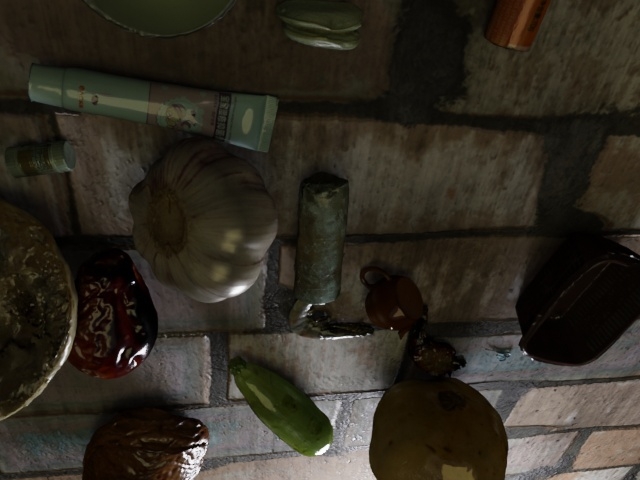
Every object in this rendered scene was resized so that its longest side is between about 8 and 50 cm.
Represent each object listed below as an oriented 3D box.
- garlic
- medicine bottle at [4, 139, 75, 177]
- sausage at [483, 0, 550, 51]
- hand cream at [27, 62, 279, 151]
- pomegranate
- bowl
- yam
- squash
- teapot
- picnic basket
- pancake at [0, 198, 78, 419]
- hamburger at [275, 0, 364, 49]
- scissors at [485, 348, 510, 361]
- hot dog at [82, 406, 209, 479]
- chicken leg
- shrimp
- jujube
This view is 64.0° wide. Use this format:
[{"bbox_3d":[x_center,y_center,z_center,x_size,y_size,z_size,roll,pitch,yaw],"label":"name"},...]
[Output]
[{"bbox_3d":[-0.153,-0.022,0.811,0.245,0.245,0.253,-42,160,22],"label":"garlic"},{"bbox_3d":[-0.413,-0.120,0.757,0.083,0.047,0.047,-8,129,-3],"label":"medicine bottle"},{"bbox_3d":[0.289,-0.374,0.669,0.071,0.071,0.234,4,128,-13],"label":"sausage"},{"bbox_3d":[-0.228,-0.194,0.733,0.330,0.058,0.086,6,109,-21],"label":"hand cream"},{"bbox_3d":[0.269,0.483,1.196,0.332,0.333,0.333,-5,129,-6],"label":"pomegranate"},{"bbox_3d":[-0.188,-0.345,0.564,0.211,0.112,0.212,-14,133,-16],"label":"bowl"},{"bbox_3d":[0.000,0.000,0.901,0.093,0.093,0.259,-3,128,-8],"label":"yam"},{"bbox_3d":[-0.082,0.386,1.178,0.118,0.118,0.371,-27,125,12],"label":"squash"},{"bbox_3d":[0.134,0.125,1.024,0.116,0.116,0.173,-32,100,15],"label":"teapot"},{"bbox_3d":[0.534,0.118,1.068,0.222,0.129,0.297,13,124,-18],"label":"picnic basket"},{"bbox_3d":[-0.562,0.104,0.802,0.386,0.082,0.388,0,95,1],"label":"pancake"},{"bbox_3d":[0.000,-0.284,0.679,0.121,0.084,0.054,5,129,-12],"label":"hamburger"},{"bbox_3d":[0.430,0.277,1.253,0.083,0.006,0.036,24,122,-26],"label":"scissors"},{"bbox_3d":[-0.414,0.534,1.203,0.266,0.174,0.388,15,115,-24],"label":"hot dog"},{"bbox_3d":[0.249,0.241,1.165,0.105,0.051,0.253,-32,126,7],"label":"chicken leg"},{"bbox_3d":[0.033,0.153,1.068,0.195,0.035,0.148,5,125,-12],"label":"shrimp"},{"bbox_3d":[-0.367,0.128,0.891,0.167,0.168,0.237,5,123,-14],"label":"jujube"}]
